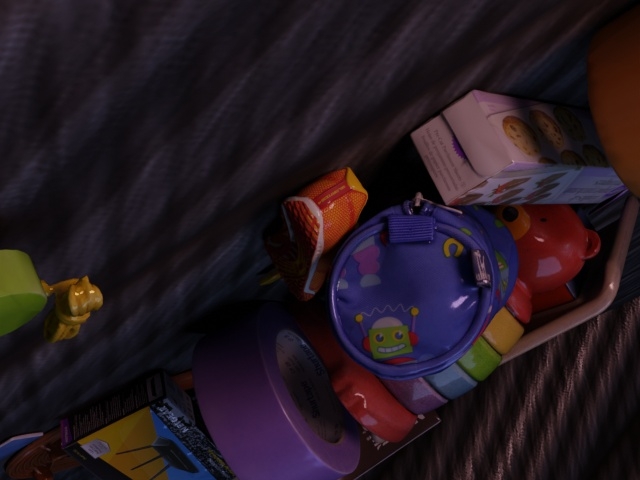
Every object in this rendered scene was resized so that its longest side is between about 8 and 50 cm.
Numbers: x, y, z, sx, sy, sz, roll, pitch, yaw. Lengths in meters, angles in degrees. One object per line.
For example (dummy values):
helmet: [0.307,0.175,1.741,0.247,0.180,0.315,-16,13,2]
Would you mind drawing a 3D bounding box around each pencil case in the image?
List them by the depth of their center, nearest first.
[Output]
pencil case: [0.092,0.026,0.916,0.119,0.133,0.306,8,-175,13]

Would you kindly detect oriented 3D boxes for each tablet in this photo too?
tablet: [-0.349,0.230,1.237,0.083,0.006,0.054,-31,165,20]

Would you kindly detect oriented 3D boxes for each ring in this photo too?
ring: [-0.225,0.232,1.411,0.337,0.032,0.336,-24,166,-6]

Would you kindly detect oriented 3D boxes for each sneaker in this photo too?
sneaker: [0.000,0.000,0.873,0.067,0.064,0.175,-31,172,-21]

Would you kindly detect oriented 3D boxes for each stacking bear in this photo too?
stacking bear: [0.143,0.057,1.148,0.289,0.175,0.164,-39,136,8]

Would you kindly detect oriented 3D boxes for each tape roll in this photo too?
tape roll: [-0.042,0.162,1.130,0.080,0.189,0.189,-28,166,17]

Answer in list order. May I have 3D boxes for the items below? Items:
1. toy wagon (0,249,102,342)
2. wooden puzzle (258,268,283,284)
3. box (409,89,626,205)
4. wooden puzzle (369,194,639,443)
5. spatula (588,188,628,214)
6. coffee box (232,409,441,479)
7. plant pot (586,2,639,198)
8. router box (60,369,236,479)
toy wagon: [-0.281,0.056,0.577,0.344,0.068,0.267,-16,164,-37]
wooden puzzle: [0.003,0.014,1.034,0.116,0.014,0.078,-11,165,-45]
box: [0.184,-0.070,0.924,0.063,0.067,0.324,-33,164,30]
wooden puzzle: [0.214,0.072,1.344,0.348,0.080,0.322,-37,-178,25]
spatula: [0.434,-0.085,1.377,0.296,0.030,0.084,-16,165,-34]
coffee box: [-0.016,0.248,1.456,0.297,0.168,0.119,-28,169,-29]
plant pot: [0.285,-0.107,0.731,0.188,0.205,0.205,-16,174,38]
router box: [-0.186,0.233,1.271,0.133,0.046,0.179,-27,134,10]
